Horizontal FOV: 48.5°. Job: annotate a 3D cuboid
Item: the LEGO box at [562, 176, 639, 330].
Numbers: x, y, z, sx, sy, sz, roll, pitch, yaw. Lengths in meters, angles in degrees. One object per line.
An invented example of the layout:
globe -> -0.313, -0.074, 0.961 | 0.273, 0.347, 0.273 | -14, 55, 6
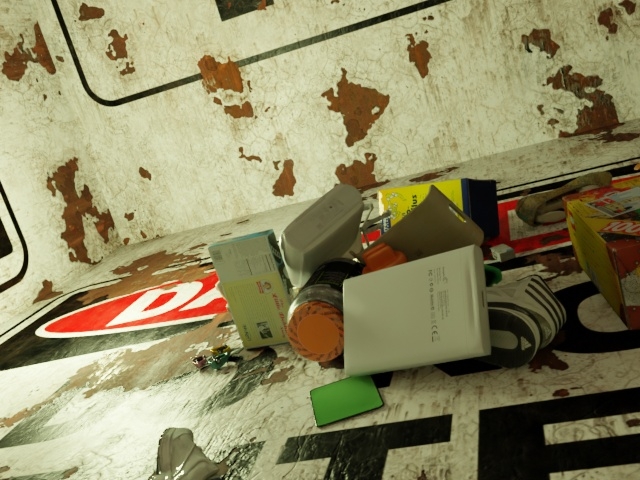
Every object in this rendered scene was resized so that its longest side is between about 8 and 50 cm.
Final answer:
LEGO box -> 0.816, -0.008, 1.648 | 0.373, 0.193, 0.500 | -15, 14, 10

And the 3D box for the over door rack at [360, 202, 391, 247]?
over door rack -> 0.198, 0.019, 2.195 | 0.108, 0.239, 0.324 | -18, 14, 5

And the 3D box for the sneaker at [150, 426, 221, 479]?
sneaker -> -0.256, 0.455, 1.369 | 0.129, 0.110, 0.297 | -3, 16, -7

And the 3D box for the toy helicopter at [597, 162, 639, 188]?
toy helicopter -> 0.952, -0.164, 2.012 | 0.355, 0.234, 0.140 | -13, 14, 16

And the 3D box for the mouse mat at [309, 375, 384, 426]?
mouse mat -> 0.054, 0.347, 1.566 | 0.153, 0.007, 0.189 | -17, 12, -2

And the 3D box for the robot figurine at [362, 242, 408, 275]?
robot figurine -> 0.192, 0.115, 1.871 | 0.158, 0.219, 0.128 | -15, 19, 45

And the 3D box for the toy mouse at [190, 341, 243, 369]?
toy mouse -> -0.306, 0.338, 1.986 | 0.161, 0.031, 0.143 | -13, 14, 19

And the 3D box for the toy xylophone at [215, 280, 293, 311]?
toy xylophone -> -0.214, 0.155, 2.499 | 0.323, 0.081, 0.236 | -15, 14, 11

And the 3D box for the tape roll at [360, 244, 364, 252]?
tape roll -> 0.053, 0.071, 2.525 | 0.219, 0.072, 0.219 | -17, 13, 4

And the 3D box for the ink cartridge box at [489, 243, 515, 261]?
ink cartridge box -> 0.549, 0.037, 2.143 | 0.048, 0.028, 0.083 | -18, 14, -4

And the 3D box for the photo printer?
photo printer -> 0.000, 0.000, 2.017 | 0.256, 0.107, 0.307 | -40, -16, -20

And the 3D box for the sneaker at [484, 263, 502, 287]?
sneaker -> 0.364, 0.123, 1.856 | 0.296, 0.109, 0.124 | -27, 13, -37

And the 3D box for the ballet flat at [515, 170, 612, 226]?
ballet flat -> 0.818, -0.127, 2.331 | 0.349, 0.123, 0.123 | -18, 14, -4

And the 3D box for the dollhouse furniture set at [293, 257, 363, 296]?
dollhouse furniture set -> 0.054, 0.159, 2.139 | 0.262, 0.135, 0.259 | -27, 5, -36

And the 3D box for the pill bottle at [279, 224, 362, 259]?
pill bottle -> -0.004, 0.002, 2.393 | 0.265, 0.153, 0.153 | -3, 20, 42

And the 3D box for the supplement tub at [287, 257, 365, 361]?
supplement tub -> 0.029, 0.180, 1.861 | 0.194, 0.193, 0.316 | -12, 13, 19

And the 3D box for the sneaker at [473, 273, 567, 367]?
sneaker -> 0.359, 0.169, 1.660 | 0.258, 0.169, 0.448 | -17, 18, -41

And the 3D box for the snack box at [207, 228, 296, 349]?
snack box -> -0.174, 0.141, 1.988 | 0.187, 0.321, 0.060 | -12, 15, 21

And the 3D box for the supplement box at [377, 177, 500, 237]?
supplement box -> 0.395, -0.095, 2.401 | 0.357, 0.195, 0.194 | -5, -1, 40

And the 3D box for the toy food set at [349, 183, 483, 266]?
toy food set -> 0.264, 0.009, 1.959 | 0.306, 0.220, 0.092 | -41, 24, 21

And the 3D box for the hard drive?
hard drive -> 0.201, 0.163, 1.568 | 0.353, 0.232, 0.047 | -18, -28, 37
